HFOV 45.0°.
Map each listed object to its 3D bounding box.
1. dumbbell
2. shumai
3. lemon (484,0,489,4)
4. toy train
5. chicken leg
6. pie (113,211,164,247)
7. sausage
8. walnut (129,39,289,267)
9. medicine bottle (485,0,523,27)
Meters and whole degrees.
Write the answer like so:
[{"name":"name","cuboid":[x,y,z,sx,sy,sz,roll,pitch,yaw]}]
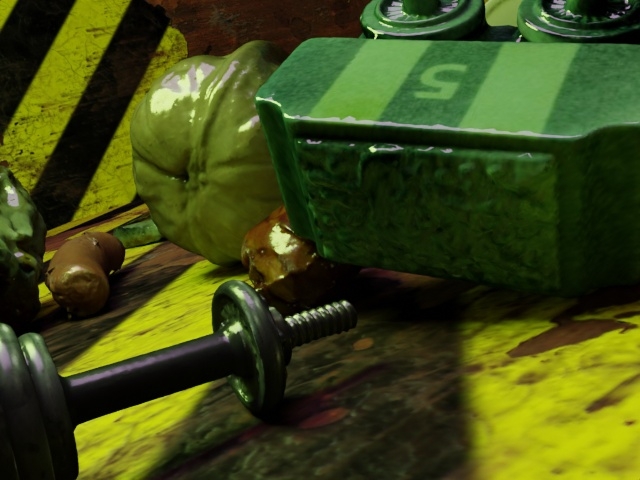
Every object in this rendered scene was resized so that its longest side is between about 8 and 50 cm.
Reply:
[{"name":"dumbbell","cuboid":[-0.091,0.074,0.418,0.255,0.110,0.110,-13,7,-27]},{"name":"shumai","cuboid":[-0.404,0.003,0.959,0.204,0.222,0.271,-15,53,29]},{"name":"lemon","cuboid":[0.251,-0.215,1.055,0.268,0.267,0.267,-16,10,3]},{"name":"toy train","cuboid":[0.113,-0.079,0.551,0.299,0.166,0.238,9,44,27]},{"name":"chicken leg","cuboid":[0.000,0.000,0.736,0.113,0.093,0.304,-26,3,12]},{"name":"pie","cuboid":[-0.292,-0.042,1.526,0.241,0.054,0.240,-18,8,3]},{"name":"sausage","cuboid":[-0.312,0.036,1.029,0.087,0.079,0.326,13,6,-12]},{"name":"walnut","cuboid":[-0.088,-0.105,0.943,0.282,0.253,0.277,-13,10,20]},{"name":"medicine bottle","cuboid":[0.321,-0.192,0.807,0.302,0.241,0.241,-22,11,-33]}]
